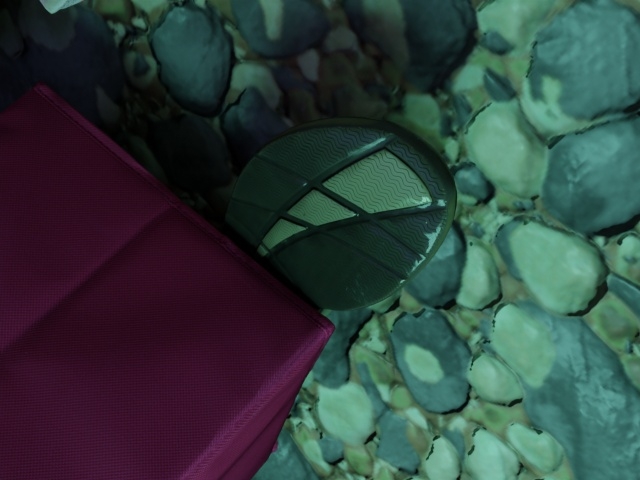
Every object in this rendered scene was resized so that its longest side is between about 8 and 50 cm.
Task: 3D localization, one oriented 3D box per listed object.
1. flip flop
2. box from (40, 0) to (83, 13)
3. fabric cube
[{"bbox_3d":[0.000,0.000,0.636,0.112,0.080,0.277,47,149,5],"label":"flip flop"},{"bbox_3d":[-0.040,-0.251,0.455,0.300,0.154,0.142,-29,98,42],"label":"box"},{"bbox_3d":[-0.184,0.112,0.664,0.259,0.258,0.254,39,150,11],"label":"fabric cube"}]
